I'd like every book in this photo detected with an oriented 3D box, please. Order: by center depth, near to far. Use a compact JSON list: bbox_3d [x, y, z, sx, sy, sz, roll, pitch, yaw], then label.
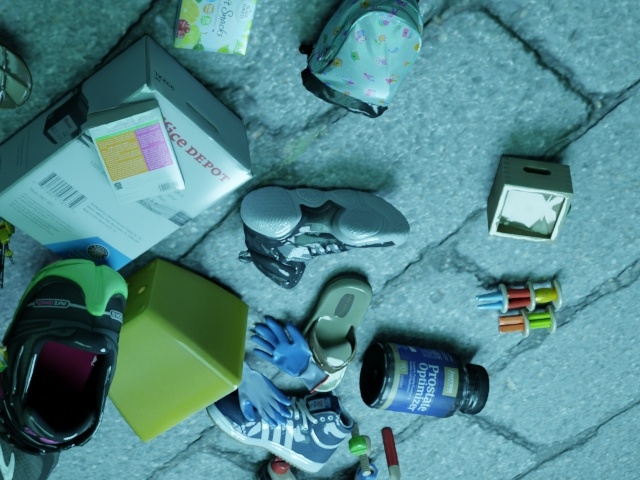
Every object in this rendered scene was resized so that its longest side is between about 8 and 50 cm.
[{"bbox_3d":[-0.243,-0.115,1.548,0.096,0.035,0.144,-14,134,-2],"label":"book"}]

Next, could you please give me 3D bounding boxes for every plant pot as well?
[{"bbox_3d":[-0.262,0.159,1.895,0.212,0.212,0.187,-32,118,21],"label":"plant pot"}]

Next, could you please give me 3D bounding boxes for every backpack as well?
[{"bbox_3d":[0.070,-0.263,1.584,0.152,0.115,0.182,16,127,-22],"label":"backpack"}]

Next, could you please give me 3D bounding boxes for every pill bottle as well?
[{"bbox_3d":[0.191,0.258,2.124,0.219,0.123,0.123,10,132,-20],"label":"pill bottle"}]

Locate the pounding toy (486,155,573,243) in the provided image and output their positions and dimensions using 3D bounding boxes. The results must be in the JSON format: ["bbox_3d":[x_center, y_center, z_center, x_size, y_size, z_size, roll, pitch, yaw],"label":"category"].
[{"bbox_3d":[0.345,-0.064,1.862,0.141,0.100,0.130,8,133,-3],"label":"pounding toy"}]

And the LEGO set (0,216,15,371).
[{"bbox_3d":[-0.555,0.038,1.625,0.255,0.331,0.192,3,153,2],"label":"LEGO set"}]

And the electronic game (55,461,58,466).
[{"bbox_3d":[-0.602,0.408,2.156,0.229,0.048,0.229,-7,146,-5],"label":"electronic game"}]

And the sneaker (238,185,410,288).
[{"bbox_3d":[0.000,0.000,1.849,0.268,0.101,0.153,6,134,-8],"label":"sneaker"}]

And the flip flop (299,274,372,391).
[{"bbox_3d":[0.025,0.176,2.039,0.112,0.080,0.277,7,133,-18],"label":"flip flop"}]

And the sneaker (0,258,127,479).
[{"bbox_3d":[-0.426,0.241,1.737,0.185,0.202,0.483,13,127,-20],"label":"sneaker"}]

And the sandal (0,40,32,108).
[{"bbox_3d":[-0.476,-0.257,1.533,0.219,0.060,0.090,29,119,-16],"label":"sandal"}]

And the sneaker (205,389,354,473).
[{"bbox_3d":[-0.066,0.319,2.157,0.282,0.099,0.153,31,115,-28],"label":"sneaker"}]

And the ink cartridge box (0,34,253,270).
[{"bbox_3d":[-0.283,-0.110,1.658,0.307,0.129,0.223,-33,131,20],"label":"ink cartridge box"}]

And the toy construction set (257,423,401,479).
[{"bbox_3d":[0.034,0.533,2.289,0.309,0.237,0.257,-38,129,25],"label":"toy construction set"}]

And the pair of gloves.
[{"bbox_3d":[-0.086,0.237,2.052,0.159,0.023,0.198,46,114,8],"label":"pair of gloves"}]

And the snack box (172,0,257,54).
[{"bbox_3d":[-0.136,-0.317,1.543,0.100,0.037,0.141,3,134,-16],"label":"snack box"}]

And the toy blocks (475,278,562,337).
[{"bbox_3d":[0.346,0.124,2.067,0.148,0.054,0.123,-4,135,-6],"label":"toy blocks"}]
